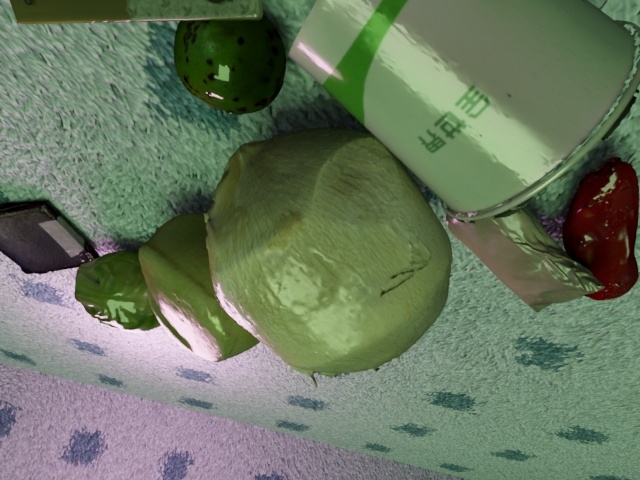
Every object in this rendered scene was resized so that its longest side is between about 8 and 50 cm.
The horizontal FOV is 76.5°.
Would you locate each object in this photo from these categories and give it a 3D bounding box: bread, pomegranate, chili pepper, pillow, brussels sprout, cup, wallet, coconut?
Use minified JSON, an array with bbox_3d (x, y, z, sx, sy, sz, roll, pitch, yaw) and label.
[{"bbox_3d":[-0.217,0.089,0.848,0.321,0.237,0.320,26,139,24],"label":"bread"},{"bbox_3d":[-0.114,-0.237,0.518,0.143,0.122,0.169,19,143,-4],"label":"pomegranate"},{"bbox_3d":[0.468,0.007,0.676,0.110,0.110,0.387,-11,137,28],"label":"chili pepper"},{"bbox_3d":[0.338,0.018,0.692,0.270,0.067,0.173,43,158,-1],"label":"pillow"},{"bbox_3d":[-0.486,0.128,1.037,0.244,0.244,0.244,8,142,6],"label":"brussels sprout"},{"bbox_3d":[0.126,-0.190,0.427,0.274,0.253,0.253,32,139,-14],"label":"cup"},{"bbox_3d":[-0.737,-0.009,1.048,0.263,0.071,0.220,-4,135,16],"label":"wallet"},{"bbox_3d":[0.000,0.000,0.623,0.346,0.346,0.360,-27,107,40],"label":"coconut"}]

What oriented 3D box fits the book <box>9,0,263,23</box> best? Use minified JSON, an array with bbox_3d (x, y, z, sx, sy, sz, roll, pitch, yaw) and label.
[{"bbox_3d":[-0.218,-0.349,0.423,0.311,0.021,0.216,4,119,10],"label":"book"}]
